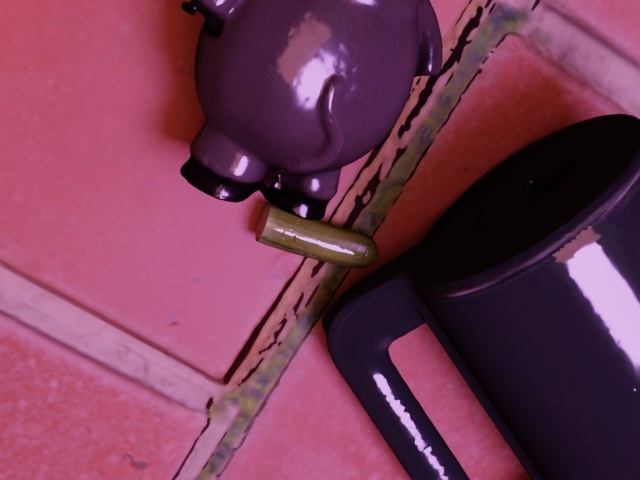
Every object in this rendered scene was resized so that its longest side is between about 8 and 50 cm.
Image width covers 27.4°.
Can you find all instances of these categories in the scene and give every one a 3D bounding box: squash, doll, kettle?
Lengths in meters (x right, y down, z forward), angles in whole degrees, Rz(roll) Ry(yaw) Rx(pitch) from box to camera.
[{"bbox_3d":[0.000,0.000,0.868,0.083,0.027,0.027,17,100,-15],"label":"squash"},{"bbox_3d":[0.008,-0.140,0.786,0.182,0.117,0.257,11,105,-32],"label":"doll"},{"bbox_3d":[0.194,0.094,0.874,0.308,0.262,0.203,52,54,-15],"label":"kettle"}]
